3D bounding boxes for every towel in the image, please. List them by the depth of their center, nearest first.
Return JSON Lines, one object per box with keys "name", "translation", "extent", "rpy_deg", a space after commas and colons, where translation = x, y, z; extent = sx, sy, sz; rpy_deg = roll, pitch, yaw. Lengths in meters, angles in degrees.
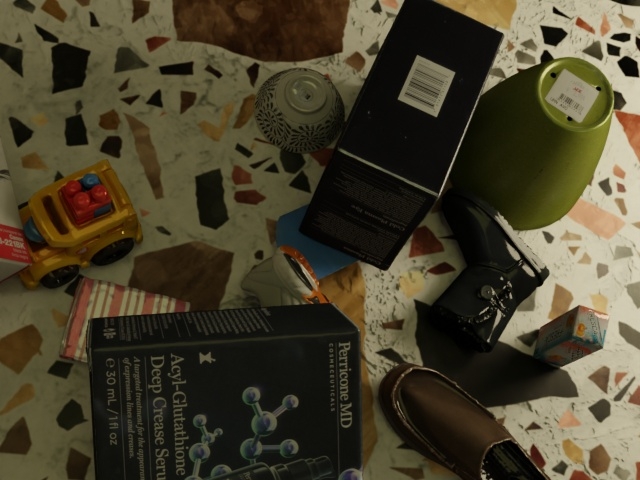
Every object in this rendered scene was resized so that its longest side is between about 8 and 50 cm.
{"name": "towel", "translation": [-0.322, 0.149, 1.817], "extent": [0.197, 0.029, 0.144], "rpy_deg": [14, 70, -8]}

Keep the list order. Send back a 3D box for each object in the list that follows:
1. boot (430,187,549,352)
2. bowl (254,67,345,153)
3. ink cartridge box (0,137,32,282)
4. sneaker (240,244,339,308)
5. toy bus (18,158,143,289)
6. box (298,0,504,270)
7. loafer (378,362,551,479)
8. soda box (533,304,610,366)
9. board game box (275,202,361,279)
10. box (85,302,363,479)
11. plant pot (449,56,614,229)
{"name": "boot", "translation": [0.259, 0.053, 1.915], "extent": [0.246, 0.094, 0.207], "rpy_deg": [45, 66, -1]}
{"name": "bowl", "translation": [-0.031, -0.250, 1.970], "extent": [0.170, 0.080, 0.170], "rpy_deg": [3, 71, -10]}
{"name": "ink cartridge box", "translation": [-0.592, -0.050, 1.728], "extent": [0.197, 0.114, 0.272], "rpy_deg": [-26, 71, 22]}
{"name": "sneaker", "translation": [-0.033, 0.141, 1.848], "extent": [0.121, 0.099, 0.262], "rpy_deg": [-31, 94, 18]}
{"name": "toy bus", "translation": [-0.405, -0.034, 1.763], "extent": [0.220, 0.211, 0.149], "rpy_deg": [-26, 80, -16]}
{"name": "box", "translation": [0.129, -0.176, 1.837], "extent": [0.179, 0.312, 0.343], "rpy_deg": [25, 63, -1]}
{"name": "loafer", "translation": [0.259, 0.329, 1.807], "extent": [0.366, 0.130, 0.134], "rpy_deg": [39, 70, 4]}
{"name": "soda box", "translation": [0.426, 0.165, 1.862], "extent": [0.058, 0.183, 0.063], "rpy_deg": [19, 71, -4]}
{"name": "board game box", "translation": [0.000, 0.000, 1.921], "extent": [0.169, 0.033, 0.133], "rpy_deg": [-25, 74, -23]}
{"name": "box", "translation": [-0.147, 0.266, 1.660], "extent": [0.396, 0.212, 0.293], "rpy_deg": [-4, 99, -11]}
{"name": "plant pot", "translation": [0.391, -0.192, 1.914], "extent": [0.275, 0.293, 0.274], "rpy_deg": [3, 72, -10]}
